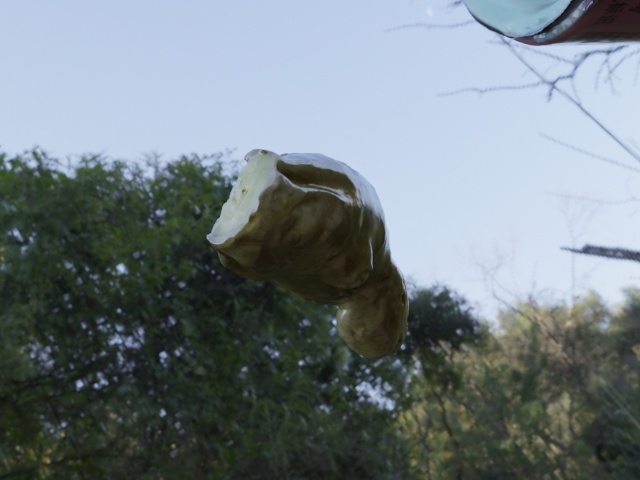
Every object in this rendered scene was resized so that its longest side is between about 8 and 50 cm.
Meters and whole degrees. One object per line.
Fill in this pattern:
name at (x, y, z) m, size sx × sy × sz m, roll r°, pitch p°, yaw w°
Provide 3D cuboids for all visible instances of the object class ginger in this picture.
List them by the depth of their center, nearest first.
ginger at (-0.002, -0.008, 0.479) m, size 0.081 × 0.115 × 0.205 m, roll -11°, pitch -27°, yaw 14°

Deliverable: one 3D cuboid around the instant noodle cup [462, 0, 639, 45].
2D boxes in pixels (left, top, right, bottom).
instant noodle cup at (0.185, -0.170, 0.331) m, size 0.255 × 0.244 × 0.244 m, roll -11°, pitch -35°, yaw -12°
